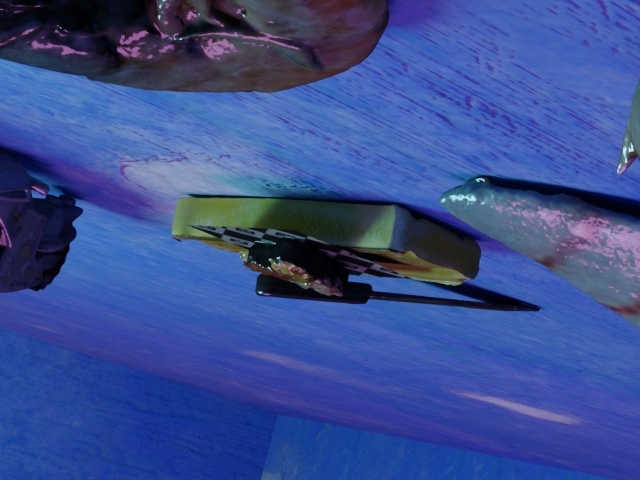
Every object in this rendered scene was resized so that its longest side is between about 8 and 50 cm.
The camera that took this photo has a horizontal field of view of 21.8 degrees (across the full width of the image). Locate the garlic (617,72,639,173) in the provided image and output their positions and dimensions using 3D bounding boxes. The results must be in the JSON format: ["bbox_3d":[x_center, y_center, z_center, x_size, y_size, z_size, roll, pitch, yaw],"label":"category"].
[{"bbox_3d":[0.217,-0.032,0.619,0.198,0.090,0.128,8,-174,4],"label":"garlic"}]

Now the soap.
[{"bbox_3d":[0.000,-0.001,1.223,0.092,0.037,0.252,21,168,-40],"label":"soap"}]

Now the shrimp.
[{"bbox_3d":[-0.102,-0.110,0.651,0.289,0.075,0.178,19,162,-21],"label":"shrimp"}]

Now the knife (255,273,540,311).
[{"bbox_3d":[0.057,0.049,1.375,0.245,0.019,0.072,7,174,-20],"label":"knife"}]

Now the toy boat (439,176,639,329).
[{"bbox_3d":[0.210,0.026,0.993,0.282,0.096,0.206,30,160,-15],"label":"toy boat"}]

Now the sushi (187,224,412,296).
[{"bbox_3d":[-0.018,0.020,1.180,0.120,0.026,0.126,22,168,-39],"label":"sushi"}]

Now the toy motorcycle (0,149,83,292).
[{"bbox_3d":[-0.257,-0.015,1.364,0.080,0.122,0.215,23,-173,16],"label":"toy motorcycle"}]
